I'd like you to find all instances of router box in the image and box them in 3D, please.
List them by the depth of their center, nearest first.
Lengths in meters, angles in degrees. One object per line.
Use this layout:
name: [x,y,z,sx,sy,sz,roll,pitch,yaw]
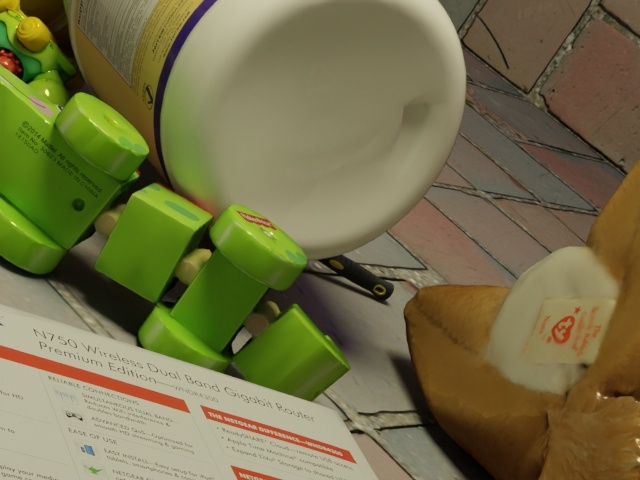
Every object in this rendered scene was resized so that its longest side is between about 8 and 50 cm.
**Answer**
router box: [-0.081,0.161,0.724,0.335,0.082,0.301,22,21,-34]

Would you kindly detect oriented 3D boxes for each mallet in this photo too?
mallet: [0.000,0.000,1.337,0.190,0.062,0.039,23,22,-33]

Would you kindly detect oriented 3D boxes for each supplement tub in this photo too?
supplement tub: [-0.060,-0.156,1.220,0.241,0.241,0.331,21,16,-35]

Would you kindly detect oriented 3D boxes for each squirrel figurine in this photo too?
squirrel figurine: [0.305,0.178,1.187,0.370,0.281,0.397,35,28,-32]

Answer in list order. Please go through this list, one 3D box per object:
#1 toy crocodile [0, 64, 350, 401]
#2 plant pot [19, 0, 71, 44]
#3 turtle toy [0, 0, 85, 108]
toy crocodile: [-0.121,-0.005,1.051,0.340,0.115,0.105,36,12,-1]
plant pot: [-0.287,-0.273,1.342,0.205,0.205,0.188,41,27,23]
turtle toy: [-0.244,-0.146,1.281,0.130,0.066,0.095,47,-3,30]
